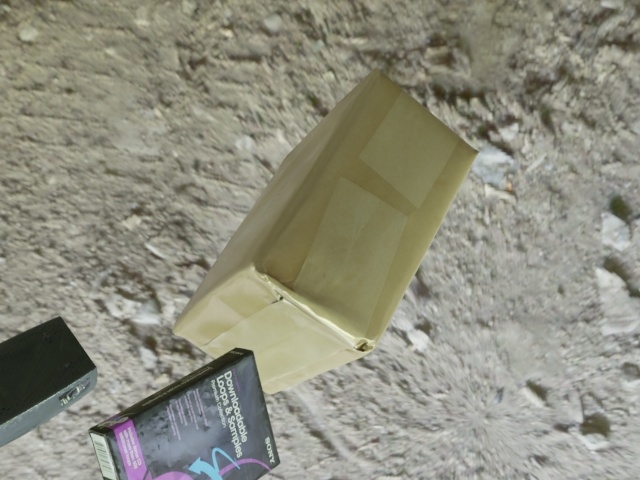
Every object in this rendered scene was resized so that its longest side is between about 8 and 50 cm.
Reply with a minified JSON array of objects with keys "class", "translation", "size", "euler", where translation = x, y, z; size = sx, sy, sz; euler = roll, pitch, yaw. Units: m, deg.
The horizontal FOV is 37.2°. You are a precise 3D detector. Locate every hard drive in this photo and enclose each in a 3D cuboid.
[{"class":"hard drive","translation":[-0.452,0.217,1.345],"size":[0.255,0.054,0.172],"euler":[-29,38,-20]}]

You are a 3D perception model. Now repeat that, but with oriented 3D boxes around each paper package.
[{"class":"paper package","translation":[0.000,0.000,1.168],"size":[0.168,0.309,0.325],"euler":[37,60,-11]}]

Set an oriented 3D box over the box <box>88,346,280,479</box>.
[{"class":"box","translation":[-0.108,0.175,0.801],"size":[0.029,0.162,0.116],"euler":[3,112,43]}]
